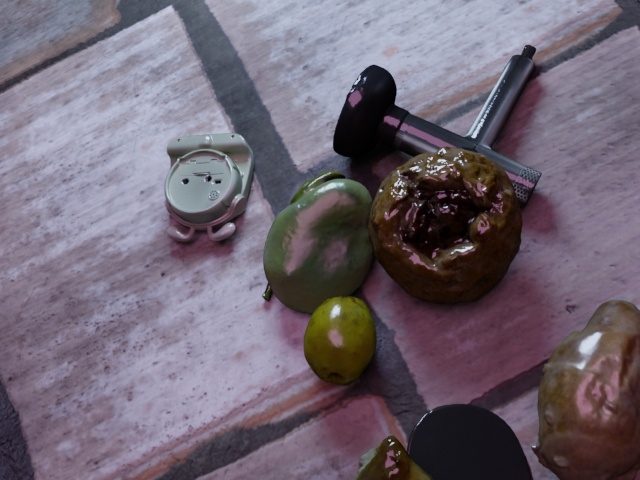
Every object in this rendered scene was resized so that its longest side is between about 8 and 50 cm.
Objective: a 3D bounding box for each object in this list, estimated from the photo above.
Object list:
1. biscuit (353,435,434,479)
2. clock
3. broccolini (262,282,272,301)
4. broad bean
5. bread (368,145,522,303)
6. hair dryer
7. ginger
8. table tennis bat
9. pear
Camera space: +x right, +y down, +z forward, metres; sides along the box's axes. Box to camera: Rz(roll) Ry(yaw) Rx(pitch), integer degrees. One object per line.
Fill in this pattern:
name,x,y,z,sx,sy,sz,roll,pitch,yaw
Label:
biscuit,0.038,0.397,0.876,0.330,0.078,0.334,10,94,22
clock,-0.197,-0.089,1.225,0.152,0.062,0.190,-2,67,13
broccolini,-0.071,0.030,1.161,0.035,0.030,0.139,2,70,54
broad bean,0.000,0.000,1.112,0.170,0.100,0.227,8,74,2
bread,0.175,-0.019,1.029,0.230,0.123,0.229,1,96,13
hair dryer,0.217,-0.208,1.179,0.321,0.155,0.284,20,52,8
ginger,0.426,0.206,0.883,0.304,0.155,0.244,7,66,18
table tennis bat,0.203,0.358,0.918,0.174,0.022,0.301,-3,64,-10
pear,0.028,0.144,1.043,0.107,0.107,0.131,-4,60,12
